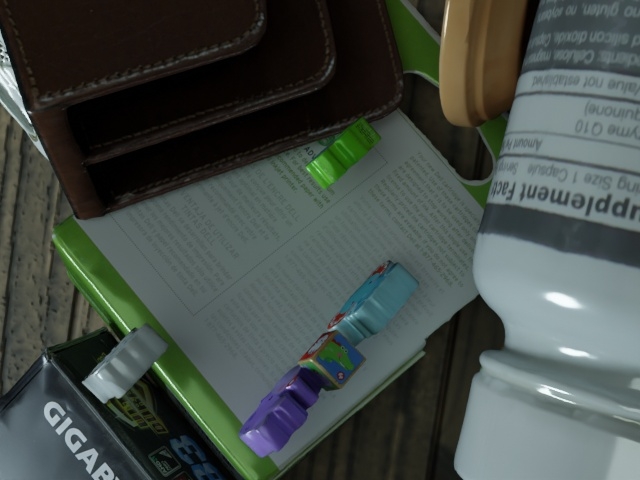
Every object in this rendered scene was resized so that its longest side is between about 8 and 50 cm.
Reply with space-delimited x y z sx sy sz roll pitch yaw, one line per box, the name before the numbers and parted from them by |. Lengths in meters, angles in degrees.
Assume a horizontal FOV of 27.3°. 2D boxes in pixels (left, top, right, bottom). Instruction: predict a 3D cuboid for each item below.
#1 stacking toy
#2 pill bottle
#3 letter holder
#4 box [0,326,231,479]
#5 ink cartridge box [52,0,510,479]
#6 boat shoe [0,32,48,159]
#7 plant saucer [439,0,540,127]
stacking toy | 0.006 0.061 0.701 0.167 0.052 0.221 47 70 -7
pill bottle | 0.190 -0.041 0.628 0.204 0.204 0.361 15 91 13
letter holder | -0.085 -0.199 0.721 0.214 0.152 0.302 -19 72 -7
box | -0.142 0.256 0.808 0.295 0.073 0.293 49 116 8
ink cartridge box | 0.000 0.000 0.793 0.255 0.097 0.189 -38 82 -13
boat shoe | -0.221 -0.162 0.836 0.096 0.098 0.277 -40 81 40
plant saucer | 0.111 -0.155 0.702 0.037 0.200 0.200 16 95 15
